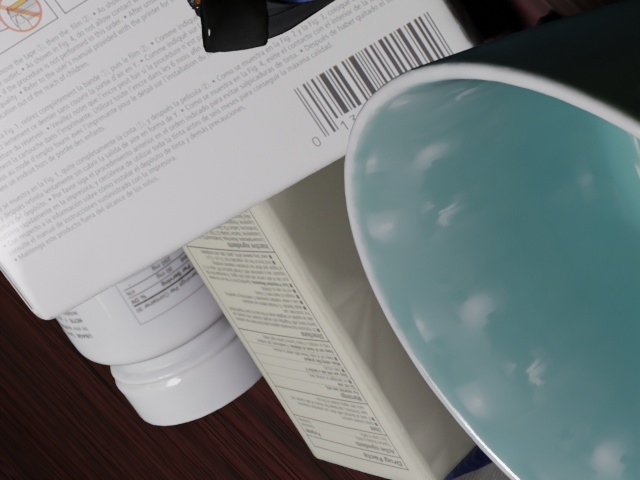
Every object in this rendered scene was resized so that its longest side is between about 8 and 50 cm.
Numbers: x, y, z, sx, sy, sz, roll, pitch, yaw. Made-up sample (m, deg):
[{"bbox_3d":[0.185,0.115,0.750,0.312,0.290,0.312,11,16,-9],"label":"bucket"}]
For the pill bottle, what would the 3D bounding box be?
[{"bbox_3d":[-0.151,-0.006,1.261,0.160,0.160,0.283,8,133,55],"label":"pill bottle"}]

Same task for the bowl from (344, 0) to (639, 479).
[{"bbox_3d":[0.176,0.008,0.743,0.311,0.163,0.311,37,153,23],"label":"bowl"}]

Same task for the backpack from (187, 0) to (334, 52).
[{"bbox_3d":[-0.009,-0.238,0.624,0.263,0.276,0.213,56,168,-7],"label":"backpack"}]

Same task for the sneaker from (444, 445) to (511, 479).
[{"bbox_3d":[0.212,0.194,0.989,0.182,0.127,0.315,58,152,-13],"label":"sneaker"}]

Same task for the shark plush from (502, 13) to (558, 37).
[{"bbox_3d":[0.112,-0.065,0.913,0.067,0.073,0.161,22,128,10],"label":"shark plush"}]

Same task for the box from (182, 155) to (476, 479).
[{"bbox_3d":[0.000,0.000,1.068,0.148,0.121,0.311,5,130,56],"label":"box"}]

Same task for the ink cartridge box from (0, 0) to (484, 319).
[{"bbox_3d":[-0.102,-0.130,0.877,0.261,0.296,0.066,55,-163,-21],"label":"ink cartridge box"}]
